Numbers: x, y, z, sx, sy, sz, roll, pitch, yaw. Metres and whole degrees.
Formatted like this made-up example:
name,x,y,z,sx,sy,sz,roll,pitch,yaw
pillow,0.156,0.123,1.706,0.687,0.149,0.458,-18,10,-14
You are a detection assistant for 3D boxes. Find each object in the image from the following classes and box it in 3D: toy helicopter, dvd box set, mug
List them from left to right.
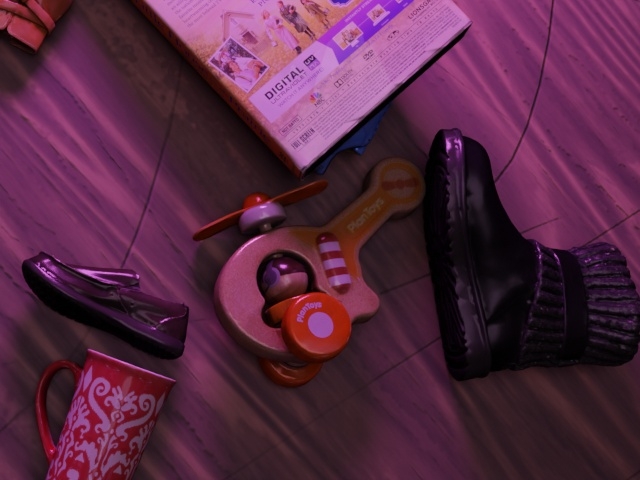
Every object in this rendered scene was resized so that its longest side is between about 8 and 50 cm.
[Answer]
name,x,y,z,sx,sy,sz,roll,pitch,yaw
mug,-0.265,0.223,1.234,0.113,0.150,0.169,30,75,-47
dvd box set,-0.057,-0.328,1.340,0.307,0.062,0.420,-43,86,-13
toy helicopter,0.000,0.000,1.340,0.235,0.140,0.355,44,61,4

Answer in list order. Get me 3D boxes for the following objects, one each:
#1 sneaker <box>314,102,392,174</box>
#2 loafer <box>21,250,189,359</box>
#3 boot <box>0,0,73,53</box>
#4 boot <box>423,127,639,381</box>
name,x,y,z,sx,sy,sz,roll,pitch,yaw
sneaker,0.053,-0.168,1.398,0.209,0.069,0.082,-39,103,-18
loafer,-0.257,0.068,1.267,0.220,0.080,0.078,30,64,-15
boot,-0.404,-0.335,1.289,0.197,0.073,0.152,25,79,-8
boot,0.281,0.012,1.393,0.260,0.131,0.348,-8,94,-10
